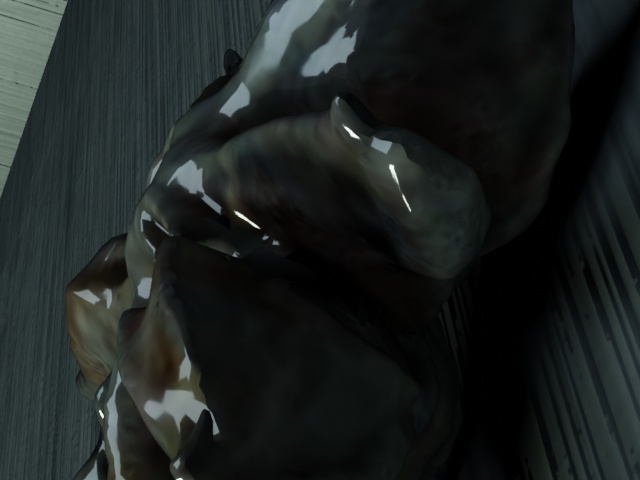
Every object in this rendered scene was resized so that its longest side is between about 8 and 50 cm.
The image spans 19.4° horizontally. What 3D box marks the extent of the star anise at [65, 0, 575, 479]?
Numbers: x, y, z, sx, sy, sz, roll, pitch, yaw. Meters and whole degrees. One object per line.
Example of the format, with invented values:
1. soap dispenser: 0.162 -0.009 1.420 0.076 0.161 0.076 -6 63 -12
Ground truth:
1. star anise: 0.000 0.000 0.659 0.316 0.139 0.359 -49 16 26
